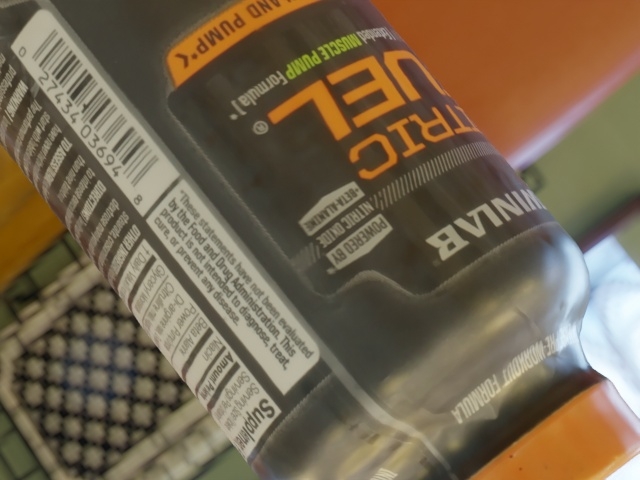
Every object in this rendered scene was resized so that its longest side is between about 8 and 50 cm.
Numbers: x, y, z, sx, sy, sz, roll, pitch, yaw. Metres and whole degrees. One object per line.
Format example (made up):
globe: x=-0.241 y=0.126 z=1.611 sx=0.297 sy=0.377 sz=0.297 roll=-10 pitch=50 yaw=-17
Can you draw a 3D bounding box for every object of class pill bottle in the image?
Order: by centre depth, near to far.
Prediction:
pill bottle: x=0.000 y=0.000 z=0.604 sx=0.130 sy=0.246 sz=0.130 roll=-37 pitch=168 yaw=-10
